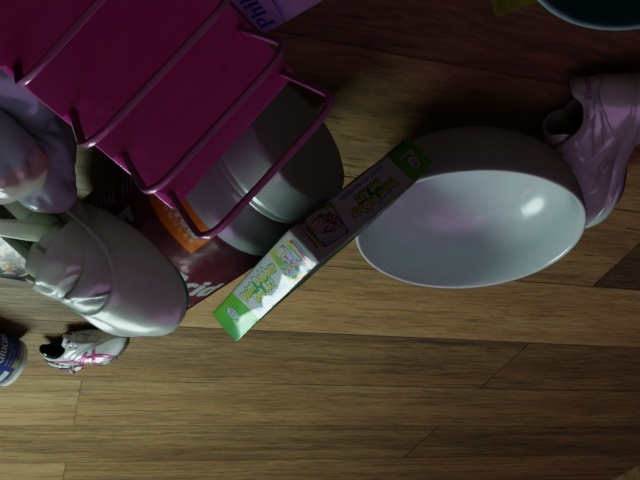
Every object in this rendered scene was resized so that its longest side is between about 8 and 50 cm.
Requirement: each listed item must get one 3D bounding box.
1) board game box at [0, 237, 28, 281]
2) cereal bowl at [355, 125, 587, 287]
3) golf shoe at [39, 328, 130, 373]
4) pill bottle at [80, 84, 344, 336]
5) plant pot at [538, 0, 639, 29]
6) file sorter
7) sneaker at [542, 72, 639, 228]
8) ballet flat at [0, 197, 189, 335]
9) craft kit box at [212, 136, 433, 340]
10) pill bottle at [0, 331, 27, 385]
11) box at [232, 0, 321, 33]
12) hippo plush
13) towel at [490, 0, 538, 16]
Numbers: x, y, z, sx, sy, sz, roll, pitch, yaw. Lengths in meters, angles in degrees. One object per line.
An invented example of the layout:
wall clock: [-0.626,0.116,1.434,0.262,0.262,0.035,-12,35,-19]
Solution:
board game box: [-0.478,0.001,1.194,0.243,0.042,0.165,12,139,-27]
cereal bowl: [0.222,-0.063,1.161,0.339,0.141,0.339,1,148,1]
golf shoe: [-0.457,0.207,1.470,0.186,0.067,0.086,-21,142,17]
pill bottle: [-0.173,-0.041,1.046,0.392,0.224,0.224,-33,139,30]
plant pot: [0.269,-0.372,0.654,0.272,0.255,0.271,-6,145,-4]
file sorter: [-0.160,-0.171,0.695,0.202,0.182,0.291,-48,120,-1]
sneaker: [0.404,-0.139,1.166,0.152,0.114,0.305,4,139,2]
ballet flat: [-0.340,-0.002,0.944,0.139,0.400,0.139,-42,155,-25]
craft kit box: [0.000,0.000,0.973,0.247,0.061,0.250,-36,175,-38]
pill bottle: [-0.638,0.202,1.396,0.094,0.094,0.169,-26,142,23]
box: [-0.022,-0.357,0.728,0.243,0.117,0.213,-24,143,20]
hippo plush: [-0.305,-0.201,0.860,0.237,0.234,0.294,-32,99,3]
towel: [0.314,-0.346,0.906,0.237,0.021,0.102,-19,143,14]
